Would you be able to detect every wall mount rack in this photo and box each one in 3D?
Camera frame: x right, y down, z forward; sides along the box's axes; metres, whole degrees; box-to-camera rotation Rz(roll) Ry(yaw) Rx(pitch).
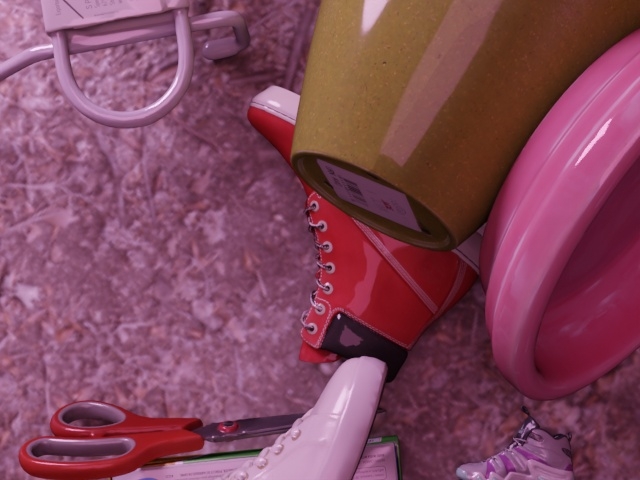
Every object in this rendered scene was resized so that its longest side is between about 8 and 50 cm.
[{"bbox_3d":[-0.228,-0.246,0.955,0.304,0.130,0.350,-11,83,-1],"label":"wall mount rack"}]

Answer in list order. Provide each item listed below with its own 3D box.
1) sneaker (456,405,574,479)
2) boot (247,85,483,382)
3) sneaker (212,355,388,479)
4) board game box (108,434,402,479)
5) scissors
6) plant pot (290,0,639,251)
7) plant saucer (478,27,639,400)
[{"bbox_3d":[0.162,0.172,0.924,0.098,0.038,0.069,3,83,-5],"label":"sneaker"},{"bbox_3d":[0.000,0.000,0.929,0.244,0.088,0.176,40,90,3],"label":"boot"},{"bbox_3d":[-0.056,0.200,0.833,0.123,0.106,0.290,30,88,4],"label":"sneaker"},{"bbox_3d":[-0.038,0.331,0.906,0.242,0.064,0.316,-6,84,4],"label":"board game box"},{"bbox_3d":[-0.094,0.166,0.913,0.297,0.109,0.021,1,109,2],"label":"scissors"},{"bbox_3d":[0.106,-0.150,0.819,0.275,0.275,0.293,28,78,6],"label":"plant pot"},{"bbox_3d":[0.230,-0.034,0.808,0.332,0.332,0.084,-49,60,-2],"label":"plant saucer"}]
